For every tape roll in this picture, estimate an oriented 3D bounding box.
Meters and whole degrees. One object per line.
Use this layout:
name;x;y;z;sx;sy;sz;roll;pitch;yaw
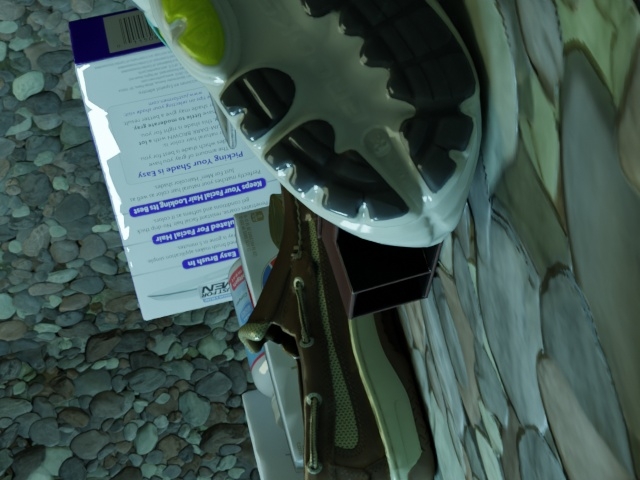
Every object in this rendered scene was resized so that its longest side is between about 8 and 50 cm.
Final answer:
tape roll;-0.005;0.288;1.405;0.286;0.100;0.286;167;90;-85

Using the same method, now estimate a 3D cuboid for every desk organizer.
desk organizer;0.028;-0.009;0.615;0.130;0.047;0.050;91;162;-70

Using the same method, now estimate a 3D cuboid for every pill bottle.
pill bottle;-0.027;0.088;1.196;0.087;0.087;0.160;85;169;-58

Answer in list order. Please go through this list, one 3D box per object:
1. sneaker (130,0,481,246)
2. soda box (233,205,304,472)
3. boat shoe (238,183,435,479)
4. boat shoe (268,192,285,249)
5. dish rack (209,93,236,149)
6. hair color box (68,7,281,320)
sneaker;-0.034;-0.108;0.524;0.275;0.107;0.110;58;-177;13
soda box;-0.013;0.077;1.090;0.069;0.074;0.216;93;163;-72
boat shoe;-0.007;0.043;0.828;0.095;0.095;0.257;88;167;-65
boat shoe;0.000;0.002;0.991;0.153;0.048;0.056;-132;41;-65
dish rack;-0.075;-0.246;0.883;0.333;0.072;0.285;94;159;-68
hair color box;-0.141;-0.088;1.416;0.110;0.185;0.338;-110;9;-53
